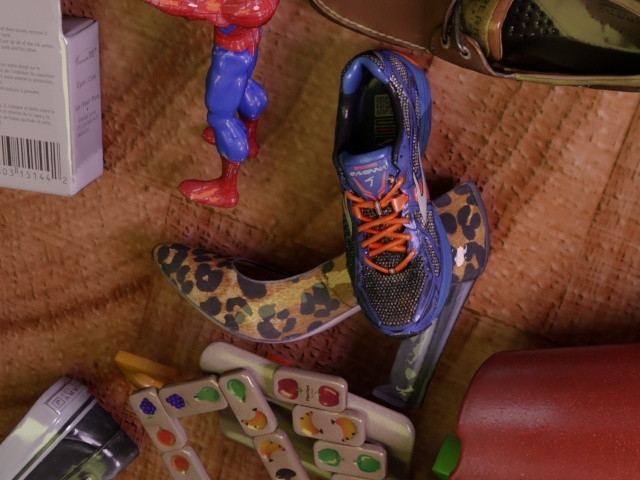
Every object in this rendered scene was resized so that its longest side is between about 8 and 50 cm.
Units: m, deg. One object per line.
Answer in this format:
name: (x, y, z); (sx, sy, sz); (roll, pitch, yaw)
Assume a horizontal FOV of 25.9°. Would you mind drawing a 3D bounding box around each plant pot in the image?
plant pot: (0.249, 0.184, 1.005); (0.265, 0.272, 0.272); (-1, 112, 28)

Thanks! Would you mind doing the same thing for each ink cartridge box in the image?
ink cartridge box: (-0.328, -0.182, 1.146); (0.296, 0.066, 0.261); (9, 115, 16)

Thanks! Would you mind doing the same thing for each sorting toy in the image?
sorting toy: (-0.006, 0.144, 1.154); (0.347, 0.047, 0.196); (21, 156, 9)

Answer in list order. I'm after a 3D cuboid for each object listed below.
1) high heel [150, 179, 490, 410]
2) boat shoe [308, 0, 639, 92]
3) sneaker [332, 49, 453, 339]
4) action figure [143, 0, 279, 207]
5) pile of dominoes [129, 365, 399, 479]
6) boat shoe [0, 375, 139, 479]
high heel: (0.000, 0.000, 1.111); (0.261, 0.093, 0.186); (24, 106, 13)
boat shoe: (0.124, -0.170, 0.967); (0.307, 0.104, 0.111); (9, 116, 16)
sneaker: (0.042, -0.037, 1.017); (0.083, 0.087, 0.221); (-12, 80, 20)
action figure: (-0.096, -0.144, 0.996); (0.139, 0.091, 0.280); (18, 145, -1)
pile of dominoes: (-0.026, 0.214, 1.101); (0.196, 0.040, 0.251); (-15, 113, 29)
boat shoe: (-0.293, 0.275, 1.302); (0.119, 0.121, 0.335); (42, 118, 3)
